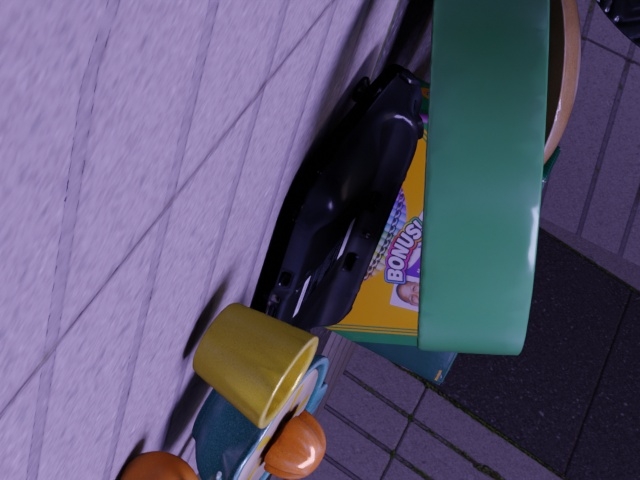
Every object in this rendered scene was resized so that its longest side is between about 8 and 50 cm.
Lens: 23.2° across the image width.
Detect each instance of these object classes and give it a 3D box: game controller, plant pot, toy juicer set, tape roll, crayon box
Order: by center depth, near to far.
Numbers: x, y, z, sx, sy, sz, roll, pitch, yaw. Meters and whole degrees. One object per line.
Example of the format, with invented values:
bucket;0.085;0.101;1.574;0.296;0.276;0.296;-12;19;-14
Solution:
toy juicer set;-0.058;0.167;1.112;0.209;0.089;0.329;-58;170;-7
tape roll;0.114;-0.078;1.124;0.321;0.077;0.321;3;90;-85
game controller;0.000;0.000;1.237;0.166;0.067;0.319;-42;163;-33
plant pot;0.160;-0.157;1.323;0.236;0.032;0.236;179;-90;-70
crayon box;0.107;-0.007;1.573;0.081;0.165;0.278;-56;170;-55

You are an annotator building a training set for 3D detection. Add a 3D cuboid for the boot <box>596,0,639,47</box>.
boot;0.216;-0.248;1.158;0.094;0.246;0.207;-34;179;13
